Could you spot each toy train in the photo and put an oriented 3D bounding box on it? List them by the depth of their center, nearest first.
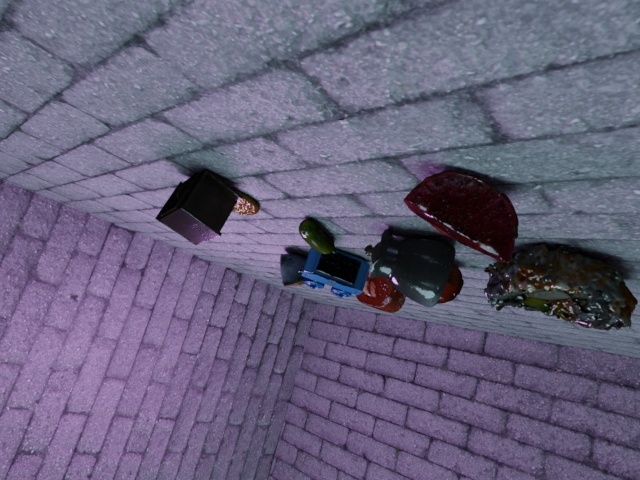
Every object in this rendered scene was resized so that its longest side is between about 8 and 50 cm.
[{"bbox_3d":[0.058,0.146,1.980,0.301,0.187,0.265,19,161,-4],"label":"toy train"}]

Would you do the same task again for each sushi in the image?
[{"bbox_3d":[0.707,0.151,1.292,0.418,0.175,0.417,15,166,4],"label":"sushi"}]

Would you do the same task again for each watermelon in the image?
[{"bbox_3d":[-0.100,0.139,2.194,0.175,0.188,0.322,-15,177,5],"label":"watermelon"}]

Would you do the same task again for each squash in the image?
[{"bbox_3d":[-0.002,0.000,1.667,0.087,0.087,0.331,9,166,23],"label":"squash"}]

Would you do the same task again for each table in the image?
[{"bbox_3d":[-0.404,-0.111,1.396,0.172,0.169,0.193,39,148,-28],"label":"table"}]

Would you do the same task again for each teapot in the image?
[{"bbox_3d":[0.297,0.054,1.440,0.285,0.305,0.223,20,131,11],"label":"teapot"}]

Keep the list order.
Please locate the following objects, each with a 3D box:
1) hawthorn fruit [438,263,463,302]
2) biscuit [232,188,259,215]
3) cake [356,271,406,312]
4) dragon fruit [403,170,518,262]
[{"bbox_3d":[0.454,0.150,1.606,0.179,0.174,0.173,63,156,-4],"label":"hawthorn fruit"},{"bbox_3d":[-0.346,-0.148,1.557,0.254,0.035,0.254,14,165,4],"label":"biscuit"},{"bbox_3d":[0.306,0.267,2.170,0.151,0.176,0.283,27,163,-38],"label":"cake"},{"bbox_3d":[0.323,-0.072,0.989,0.262,0.134,0.211,32,177,-2],"label":"dragon fruit"}]
